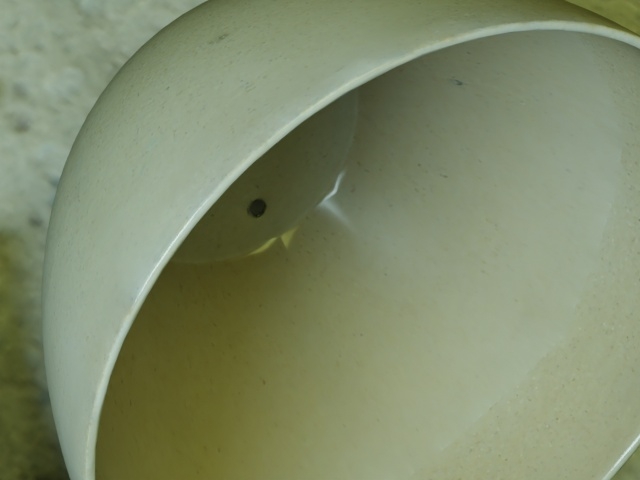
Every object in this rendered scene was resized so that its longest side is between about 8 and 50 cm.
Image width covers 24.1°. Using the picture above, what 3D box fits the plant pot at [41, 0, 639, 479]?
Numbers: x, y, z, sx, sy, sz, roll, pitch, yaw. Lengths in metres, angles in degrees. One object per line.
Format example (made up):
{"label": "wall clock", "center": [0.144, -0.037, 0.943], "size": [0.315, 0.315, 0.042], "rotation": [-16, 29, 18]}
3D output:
{"label": "plant pot", "center": [0.000, 0.000, 0.628], "size": [0.284, 0.284, 0.191], "rotation": [-20, 40, -22]}
